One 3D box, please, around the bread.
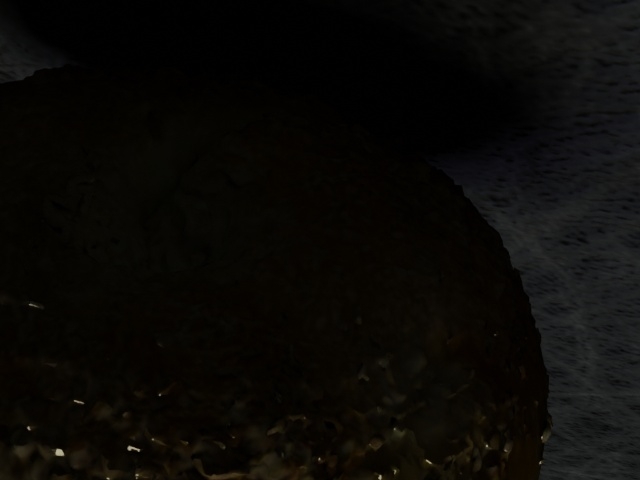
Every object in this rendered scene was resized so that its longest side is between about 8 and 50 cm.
[{"bbox_3d":[-0.058,0.041,0.536,0.306,0.305,0.158,16,133,5],"label":"bread"}]
